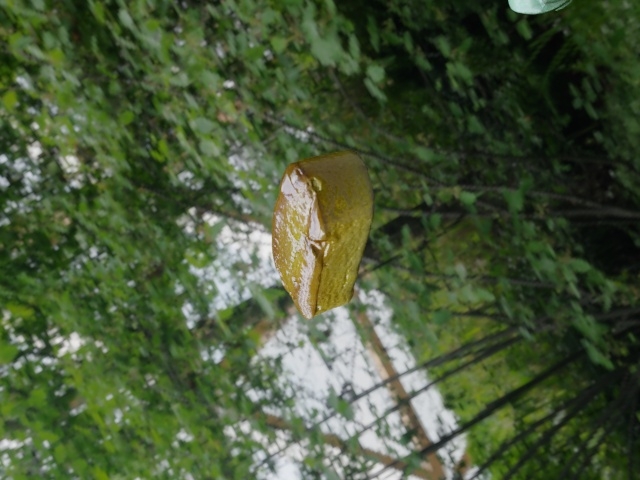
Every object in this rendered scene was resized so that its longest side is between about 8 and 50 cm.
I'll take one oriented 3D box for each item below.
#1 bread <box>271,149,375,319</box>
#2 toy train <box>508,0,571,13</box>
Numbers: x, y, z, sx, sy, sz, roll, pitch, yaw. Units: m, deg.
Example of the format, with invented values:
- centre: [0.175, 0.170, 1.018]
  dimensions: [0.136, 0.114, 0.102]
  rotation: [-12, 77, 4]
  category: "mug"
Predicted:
- centre: [0.000, 0.000, 1.007]
  dimensions: [0.245, 0.094, 0.102]
  rotation: [100, 151, -56]
  category: "bread"
- centre: [0.079, -0.179, 0.332]
  dimensions: [0.074, 0.118, 0.176]
  rotation: [29, 156, 51]
  category: "toy train"
